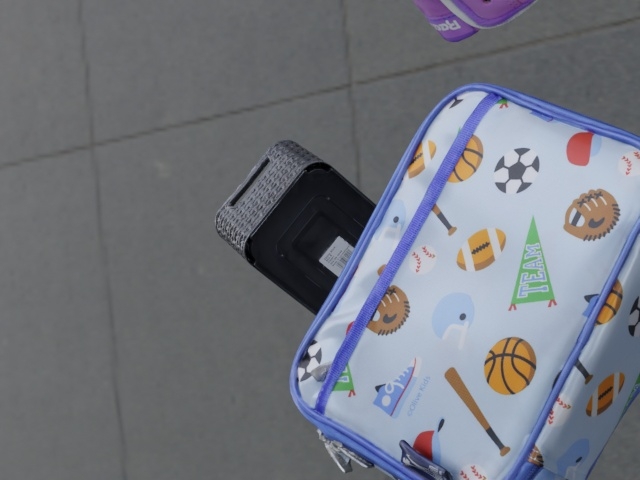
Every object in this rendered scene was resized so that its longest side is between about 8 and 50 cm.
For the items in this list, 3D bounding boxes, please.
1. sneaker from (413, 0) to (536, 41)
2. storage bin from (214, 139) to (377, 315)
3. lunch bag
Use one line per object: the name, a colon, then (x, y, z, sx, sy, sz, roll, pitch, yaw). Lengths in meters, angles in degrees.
sneaker: (0.018, -0.153, 0.673, 0.102, 0.282, 0.161, -114, 8, -54)
storage bin: (0.000, 0.000, 1.358, 0.122, 0.180, 0.084, -51, 31, -1)
lunch bag: (0.116, 0.047, 0.978, 0.243, 0.115, 0.303, 29, 87, 40)
